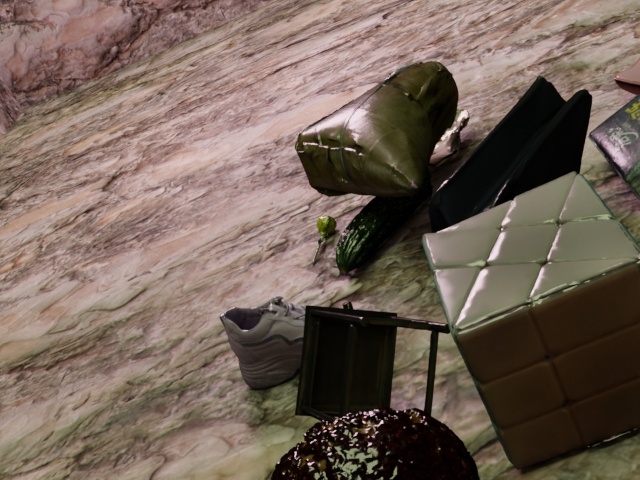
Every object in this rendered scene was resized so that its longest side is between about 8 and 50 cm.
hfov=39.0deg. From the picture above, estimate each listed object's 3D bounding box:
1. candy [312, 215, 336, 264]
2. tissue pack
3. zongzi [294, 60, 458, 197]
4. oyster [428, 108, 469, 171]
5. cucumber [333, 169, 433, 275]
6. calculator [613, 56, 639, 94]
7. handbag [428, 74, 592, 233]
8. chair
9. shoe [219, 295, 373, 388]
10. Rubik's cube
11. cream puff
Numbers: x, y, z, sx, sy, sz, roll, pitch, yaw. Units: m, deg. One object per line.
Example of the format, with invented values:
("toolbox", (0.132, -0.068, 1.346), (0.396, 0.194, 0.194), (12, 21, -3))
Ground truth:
("candy", (0.000, 0.000, 1.692), (0.035, 0.035, 0.123), (-12, 40, 33))
("tissue pack", (0.554, -0.189, 1.380), (0.257, 0.081, 0.185), (-40, 23, 17))
("zongzi", (0.165, -0.189, 1.544), (0.323, 0.160, 0.360), (-39, 24, -16))
("oyster", (0.194, -0.192, 1.779), (0.214, 0.083, 0.223), (-18, 35, 24))
("cucumber", (0.109, -0.040, 1.609), (0.265, 0.077, 0.077), (-42, 31, -26))
("calculator", (0.697, -0.308, 1.566), (0.329, 0.048, 0.220), (10, 45, 46))
("handbag", (0.278, -0.056, 1.332), (0.118, 0.269, 0.325), (26, 55, 30))
("chair", (0.043, 0.158, 1.166), (0.141, 0.155, 0.260), (8, -4, -25))
("shoe", (-0.033, 0.134, 1.382), (0.245, 0.138, 0.095), (-19, 34, 17))
("Rubik's cube", (0.275, 0.093, 1.082), (0.221, 0.225, 0.231), (-23, 28, 9))
("cream puff", (0.055, 0.279, 0.961), (0.239, 0.239, 0.165), (-27, 36, 3))
